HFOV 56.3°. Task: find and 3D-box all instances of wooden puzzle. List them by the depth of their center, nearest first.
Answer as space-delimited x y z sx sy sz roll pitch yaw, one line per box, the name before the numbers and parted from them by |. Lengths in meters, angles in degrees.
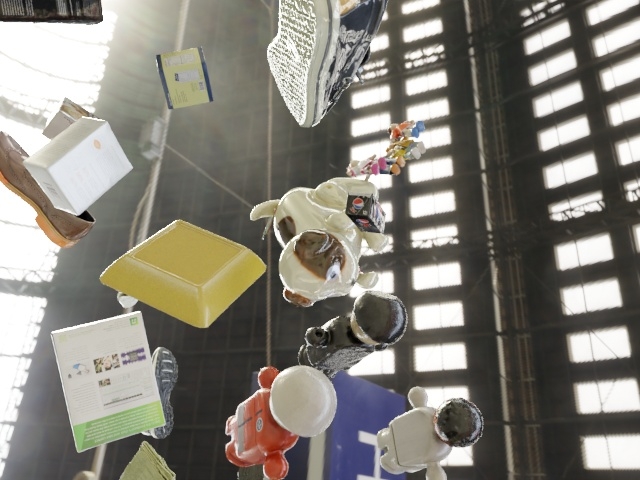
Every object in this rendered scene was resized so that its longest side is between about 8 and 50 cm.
wooden puzzle | -0.127 -0.040 1.477 0.006 0.049 0.083 23 -84 1

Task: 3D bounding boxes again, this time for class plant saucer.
plant saucer | -0.358 0.060 1.615 0.333 0.333 0.081 21 -57 16

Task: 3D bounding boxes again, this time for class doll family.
doll family | 0.196 -0.235 1.719 0.263 0.118 0.163 -43 -156 -15

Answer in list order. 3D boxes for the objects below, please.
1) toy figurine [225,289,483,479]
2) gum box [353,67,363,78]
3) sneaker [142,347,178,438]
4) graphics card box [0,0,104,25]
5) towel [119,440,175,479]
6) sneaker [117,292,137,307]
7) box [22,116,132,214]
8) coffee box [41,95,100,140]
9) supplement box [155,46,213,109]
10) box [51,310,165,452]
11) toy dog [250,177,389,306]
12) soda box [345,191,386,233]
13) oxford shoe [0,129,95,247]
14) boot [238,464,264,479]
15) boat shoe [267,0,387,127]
toy figurine | 0.042 0.177 0.575 0.209 0.213 0.148 50 -48 5
gum box | 0.001 -0.468 1.667 0.184 0.041 0.157 -42 -97 23
sneaker | -0.514 0.467 1.846 0.108 0.100 0.271 -7 -109 29
graphics card box | -0.723 -0.634 1.417 0.094 0.371 0.233 20 -62 57
towel | -0.351 0.487 1.213 0.110 0.027 0.148 45 -62 21
sneaker | -0.584 0.152 1.923 0.152 0.061 0.054 -43 -121 -15
box | -0.516 -0.162 1.285 0.091 0.130 0.170 15 -129 32
coffee box | -0.798 -0.367 1.929 0.098 0.141 0.246 -50 -152 7
supplement box | -0.244 -0.292 1.077 0.083 0.083 0.056 -13 -133 -9
box | -0.569 0.374 1.611 0.058 0.232 0.322 164 -86 -68
toy dog | 0.000 0.000 1.661 0.408 0.395 0.284 -89 -158 -59
soda box | 0.107 -0.062 1.376 0.060 0.169 0.053 6 -101 18
oxford shoe | -0.745 -0.159 1.609 0.133 0.363 0.130 -31 -166 21
boot | -0.122 0.459 1.443 0.083 0.161 0.246 24 -77 6
boat shoe | 0.007 -0.347 1.085 0.156 0.500 0.187 -26 -96 -13
